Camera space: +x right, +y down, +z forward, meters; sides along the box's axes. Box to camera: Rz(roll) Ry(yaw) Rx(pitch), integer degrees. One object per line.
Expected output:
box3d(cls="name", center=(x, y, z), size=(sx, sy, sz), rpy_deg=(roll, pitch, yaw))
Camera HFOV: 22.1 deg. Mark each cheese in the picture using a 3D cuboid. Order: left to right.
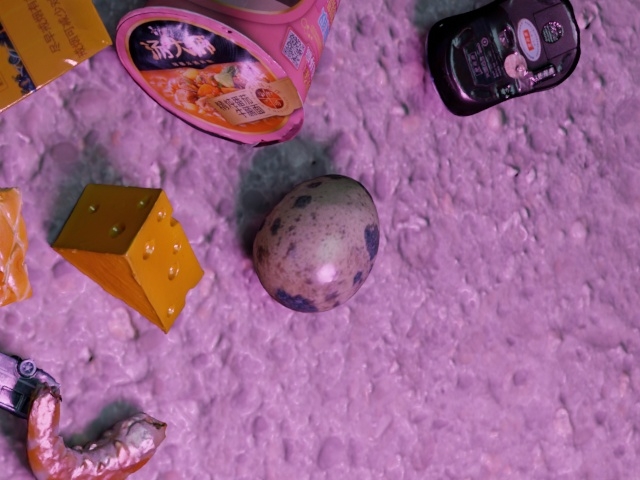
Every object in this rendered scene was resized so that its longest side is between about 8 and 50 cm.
box3d(cls="cheese", center=(-0.193, 0.024, 1.835), size=(0.171, 0.126, 0.093), rpy_deg=(51, 57, -40))

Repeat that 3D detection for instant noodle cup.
box3d(cls="instant noodle cup", center=(-0.075, -0.272, 1.844), size=(0.244, 0.244, 0.255), rpy_deg=(39, 61, -24))

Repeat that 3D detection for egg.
box3d(cls="egg", center=(0.000, 0.000, 1.915), size=(0.141, 0.141, 0.182), rpy_deg=(45, 59, -22))

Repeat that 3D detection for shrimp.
box3d(cls="shrimp", center=(-0.251, 0.201, 1.784), size=(0.161, 0.049, 0.166), rpy_deg=(-33, 124, -23))

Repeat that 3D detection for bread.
box3d(cls="bread", center=(-0.384, 0.019, 1.682), size=(0.188, 0.068, 0.125), rpy_deg=(-18, 107, -50))

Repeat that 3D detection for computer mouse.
box3d(cls="computer mouse", center=(0.226, -0.243, 2.091), size=(0.233, 0.096, 0.137), rpy_deg=(-20, 94, -26))

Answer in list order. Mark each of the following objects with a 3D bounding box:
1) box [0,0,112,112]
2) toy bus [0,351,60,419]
box3d(cls="box", center=(-0.367, -0.204, 1.713), size=(0.279, 0.041, 0.153), rpy_deg=(-34, 119, -17))
box3d(cls="toy bus", center=(-0.359, 0.139, 1.743), size=(0.166, 0.047, 0.065), rpy_deg=(29, 77, -28))
